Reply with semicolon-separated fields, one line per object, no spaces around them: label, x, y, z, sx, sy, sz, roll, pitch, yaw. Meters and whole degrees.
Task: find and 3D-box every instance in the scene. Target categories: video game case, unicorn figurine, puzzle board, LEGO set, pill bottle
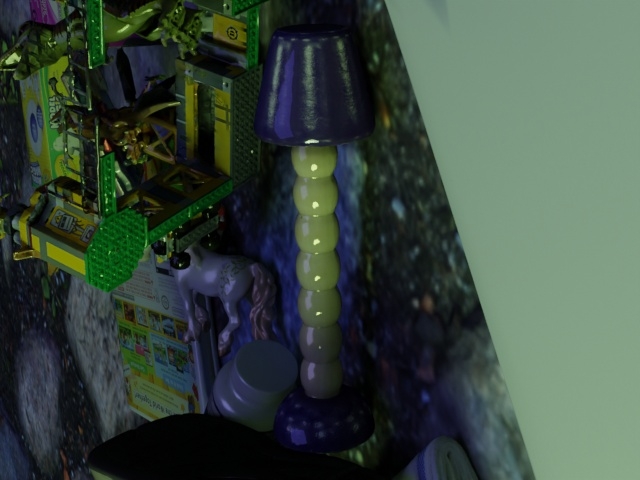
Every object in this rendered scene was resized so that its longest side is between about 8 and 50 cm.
video game case;-0.155;0.086;1.121;0.227;0.026;0.206;8;106;61
unicorn figurine;-0.097;0.033;0.936;0.162;0.060;0.111;5;109;25
puzzle board;-0.182;-0.098;0.981;0.096;0.011;0.128;-92;-18;-65
LEGO set;-0.168;-0.146;0.807;0.192;0.255;0.331;23;136;27
pill bottle;-0.055;0.132;0.899;0.067;0.067;0.120;61;148;31

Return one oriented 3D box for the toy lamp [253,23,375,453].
toy lamp;0.000;0.000;0.740;0.080;0.080;0.275;28;127;57

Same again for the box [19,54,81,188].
box;-0.312;-0.124;1.329;0.105;0.043;0.179;15;114;61

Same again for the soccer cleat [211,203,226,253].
soccer cleat;-0.099;0.000;0.979;0.035;0.029;0.083;-97;19;-60

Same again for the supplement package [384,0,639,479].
supplement package;0.156;-0.019;0.357;0.204;0.145;0.262;-35;68;60

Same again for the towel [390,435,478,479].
towel;0.065;0.273;0.758;0.209;0.034;0.285;67;151;24

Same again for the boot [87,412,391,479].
boot;-0.027;0.291;0.766;0.377;0.138;0.284;11;114;53

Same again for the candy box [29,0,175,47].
candy box;-0.211;-0.263;1.051;0.233;0.071;0.159;21;117;58

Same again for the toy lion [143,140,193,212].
toy lion;-0.146;-0.068;1.048;0.096;0.034;0.100;-176;77;-70
